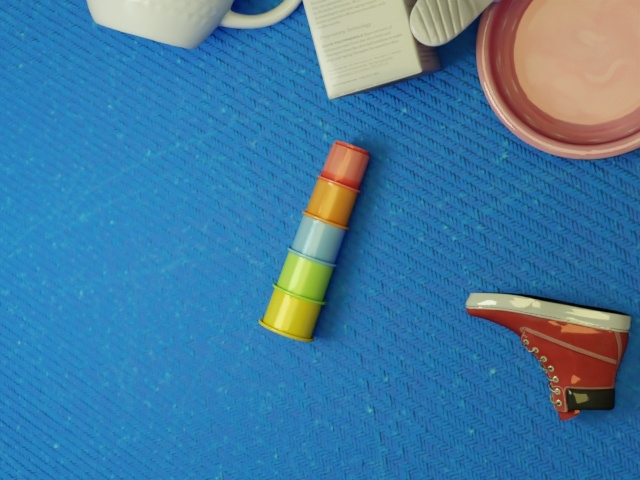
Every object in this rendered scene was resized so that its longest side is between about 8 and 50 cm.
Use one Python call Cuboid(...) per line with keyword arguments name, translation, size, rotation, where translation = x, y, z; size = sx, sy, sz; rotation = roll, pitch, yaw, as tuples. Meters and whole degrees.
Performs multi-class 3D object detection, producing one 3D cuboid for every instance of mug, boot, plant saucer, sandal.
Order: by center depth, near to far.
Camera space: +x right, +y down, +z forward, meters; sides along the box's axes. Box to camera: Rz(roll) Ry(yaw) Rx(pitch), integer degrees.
Cuboid(name="sandal", translation=(0.220, -0.376, 1.587), size=(0.265, 0.076, 0.102), rotation=(-43, 90, -9))
Cuboid(name="plant saucer", translation=(0.399, -0.282, 1.628), size=(0.332, 0.084, 0.332), rotation=(0, 89, 16))
Cuboid(name="boot", translation=(0.325, 0.172, 1.648), size=(0.244, 0.088, 0.176), rotation=(12, 95, 13))
Cuboid(name="mug", translation=(-0.189, -0.468, 1.735), size=(0.374, 0.276, 0.328), rotation=(14, 101, -14))

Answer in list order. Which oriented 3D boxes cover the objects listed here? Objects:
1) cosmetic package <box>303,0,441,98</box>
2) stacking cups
Cuboid(name="cosmetic package", translation=(0.057, -0.410, 1.648), size=(0.155, 0.197, 0.365), rotation=(-14, 94, 17))
Cuboid(name="stacking cups", translation=(0.000, 0.000, 1.742), size=(0.096, 0.096, 0.316), rotation=(22, 96, 16))
